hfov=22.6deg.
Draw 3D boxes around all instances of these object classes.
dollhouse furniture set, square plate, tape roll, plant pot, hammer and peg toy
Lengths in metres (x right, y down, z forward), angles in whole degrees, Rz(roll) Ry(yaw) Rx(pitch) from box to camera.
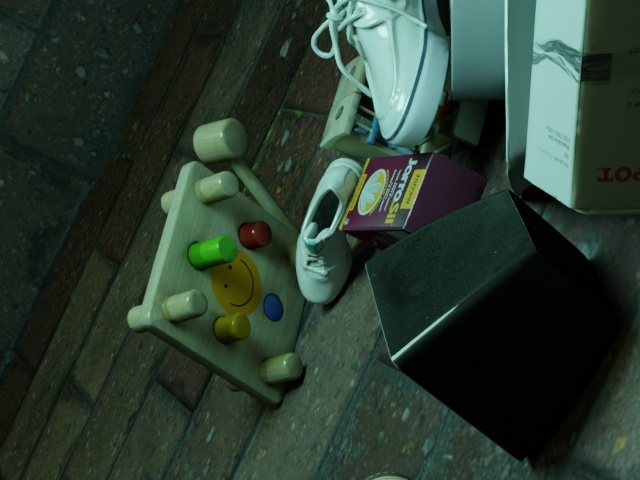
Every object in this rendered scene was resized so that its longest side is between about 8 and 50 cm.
[{"bbox_3d":[0.112,-0.173,2.032,0.184,0.129,0.129,-28,41,58],"label":"dollhouse furniture set"},{"bbox_3d":[0.220,-0.230,1.651,0.344,0.049,0.347,27,-116,-81],"label":"square plate"},{"bbox_3d":[0.188,-0.274,1.891,0.219,0.072,0.219,0,-90,-85],"label":"tape roll"},{"bbox_3d":[0.177,0.065,1.570,0.167,0.187,0.188,-43,27,16],"label":"plant pot"},{"bbox_3d":[-0.102,0.016,2.178,0.127,0.266,0.361,-16,49,41],"label":"hammer and peg toy"}]

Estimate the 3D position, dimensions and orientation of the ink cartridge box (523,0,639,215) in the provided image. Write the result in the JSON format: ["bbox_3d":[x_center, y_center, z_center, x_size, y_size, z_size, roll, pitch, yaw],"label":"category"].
[{"bbox_3d":[0.295,-0.177,1.363,0.121,0.211,0.289,-133,44,-68],"label":"ink cartridge box"}]

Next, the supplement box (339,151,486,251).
[{"bbox_3d":[0.110,-0.044,1.960,0.188,0.081,0.104,0,66,66],"label":"supplement box"}]

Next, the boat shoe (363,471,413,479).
[{"bbox_3d":[0.000,0.361,1.725,0.342,0.123,0.123,-61,22,26],"label":"boat shoe"}]

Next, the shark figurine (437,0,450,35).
[{"bbox_3d":[0.157,-0.268,2.089,0.278,0.116,0.166,-46,-7,22],"label":"shark figurine"}]

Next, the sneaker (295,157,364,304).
[{"bbox_3d":[0.000,0.000,2.079,0.094,0.080,0.212,-51,-24,-58],"label":"sneaker"}]

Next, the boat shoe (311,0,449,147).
[{"bbox_3d":[0.059,-0.279,1.940,0.136,0.156,0.367,131,147,-51],"label":"boat shoe"}]
